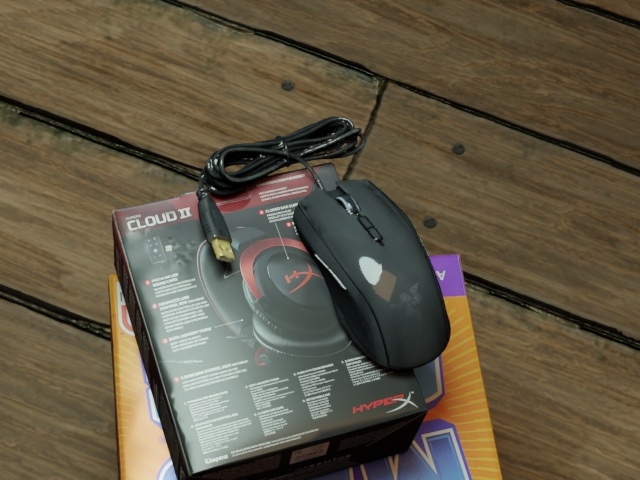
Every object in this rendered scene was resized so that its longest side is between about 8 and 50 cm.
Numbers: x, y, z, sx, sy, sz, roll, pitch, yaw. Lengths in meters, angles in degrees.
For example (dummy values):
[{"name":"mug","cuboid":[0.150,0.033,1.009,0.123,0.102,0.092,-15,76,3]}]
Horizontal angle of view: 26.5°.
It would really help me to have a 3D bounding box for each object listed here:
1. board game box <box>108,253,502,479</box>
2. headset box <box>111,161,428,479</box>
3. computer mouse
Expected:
[{"name":"board game box","cuboid":[-0.029,0.259,1.407,0.356,0.356,0.357,-3,62,-9]},{"name":"headset box","cuboid":[-0.058,0.070,1.238,0.218,0.110,0.293,-14,64,-15]},{"name":"computer mouse","cuboid":[0.000,0.000,1.187,0.184,0.060,0.262,-14,64,-20]}]
